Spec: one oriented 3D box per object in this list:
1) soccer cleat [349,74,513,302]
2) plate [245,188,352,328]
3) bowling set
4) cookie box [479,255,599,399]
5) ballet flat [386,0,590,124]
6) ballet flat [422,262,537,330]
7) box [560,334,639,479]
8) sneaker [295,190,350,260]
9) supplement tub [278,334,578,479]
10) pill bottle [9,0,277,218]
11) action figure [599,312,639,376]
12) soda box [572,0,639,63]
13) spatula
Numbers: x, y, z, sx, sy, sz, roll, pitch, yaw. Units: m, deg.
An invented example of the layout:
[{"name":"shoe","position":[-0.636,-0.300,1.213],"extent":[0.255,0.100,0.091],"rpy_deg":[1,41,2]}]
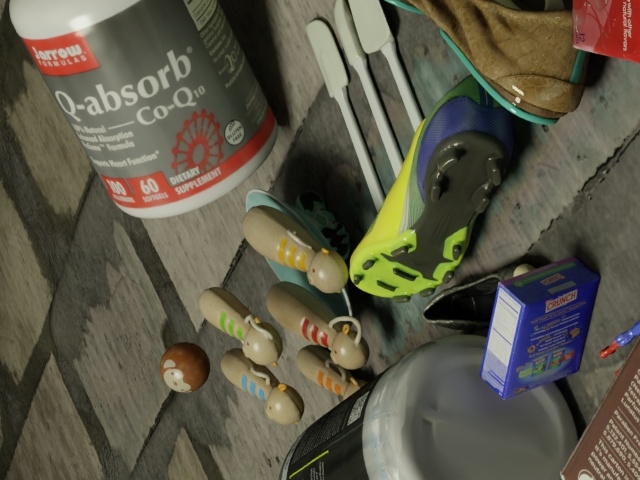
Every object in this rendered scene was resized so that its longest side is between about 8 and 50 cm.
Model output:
[{"name":"soccer cleat","position":[0.108,-0.043,1.544],"extent":[0.289,0.093,0.121],"rpy_deg":[121,162,-51]},{"name":"plate","position":[-0.018,0.018,1.771],"extent":[0.188,0.024,0.188],"rpy_deg":[48,160,24]},{"name":"bowling set","position":[-0.052,0.128,1.713],"extent":[0.154,0.200,0.287],"rpy_deg":[34,156,44]},{"name":"cookie box","position":[0.194,0.077,1.427],"extent":[0.040,0.092,0.107],"rpy_deg":[42,136,40]},{"name":"ballet flat","position":[0.121,-0.233,1.411],"extent":[0.342,0.116,0.124],"rpy_deg":[46,120,41]},{"name":"ballet flat","position":[0.157,0.060,1.524],"extent":[0.173,0.049,0.057],"rpy_deg":[-28,77,61]},{"name":"box","position":[0.329,0.074,1.089],"extent":[0.143,0.191,0.381],"rpy_deg":[55,146,32]},{"name":"sneaker","position":[0.000,0.000,1.793],"extent":[0.098,0.038,0.069],"rpy_deg":[61,154,31]},{"name":"supplement tub","position":[0.086,0.236,1.570],"extent":[0.338,0.207,0.207],"rpy_deg":[-43,65,58]},{"name":"pill bottle","position":[-0.209,-0.222,1.756],"extent":[0.210,0.210,0.363],"rpy_deg":[24,147,55]},{"name":"action figure","position":[0.277,0.072,1.343],"extent":[0.038,0.030,0.115],"rpy_deg":[58,142,19]},{"name":"soda box","position":[0.243,-0.268,1.189],"extent":[0.092,0.083,0.263],"rpy_deg":[26,125,56]},{"name":"spatula","position":[0.054,-0.142,1.646],"extent":[0.168,0.019,0.242],"rpy_deg":[-35,72,59]}]
